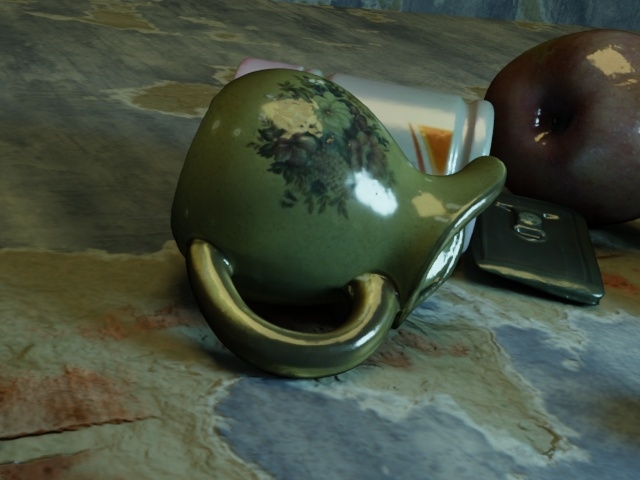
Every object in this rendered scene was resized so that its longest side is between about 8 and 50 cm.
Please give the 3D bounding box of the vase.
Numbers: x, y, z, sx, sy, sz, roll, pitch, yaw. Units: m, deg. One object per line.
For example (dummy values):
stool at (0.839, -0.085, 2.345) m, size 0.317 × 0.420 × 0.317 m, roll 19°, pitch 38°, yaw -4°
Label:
vase at (0.000, 0.000, 0.990) m, size 0.302 × 0.241 × 0.329 m, roll 23°, pitch 50°, yaw 0°

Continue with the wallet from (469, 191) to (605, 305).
wallet at (0.271, 0.002, 1.257) m, size 0.168 × 0.052 × 0.245 m, roll 17°, pitch 24°, yaw 0°

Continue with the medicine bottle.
medicine bottle at (0.042, -0.103, 1.235) m, size 0.315 × 0.202 × 0.202 m, roll 11°, pitch 21°, yaw 5°

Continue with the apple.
apple at (0.383, -0.163, 1.408) m, size 0.305 × 0.306 × 0.235 m, roll 26°, pitch 11°, yaw 38°
